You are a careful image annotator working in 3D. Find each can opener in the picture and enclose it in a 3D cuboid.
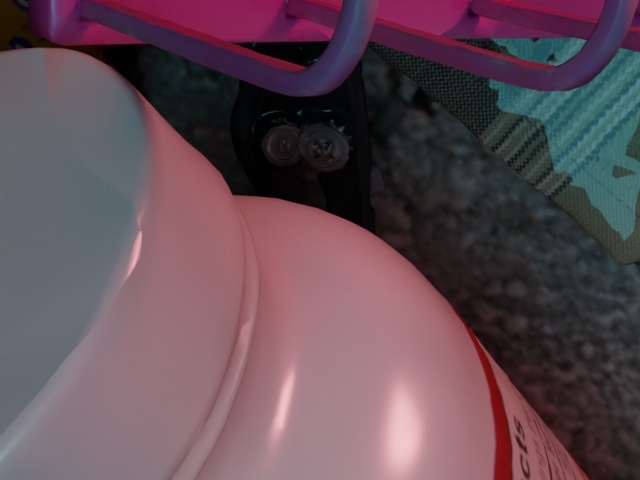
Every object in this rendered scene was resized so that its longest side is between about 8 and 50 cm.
[{"bbox_3d":[0.000,0.000,0.701,0.059,0.073,0.186,-6,112,6],"label":"can opener"}]

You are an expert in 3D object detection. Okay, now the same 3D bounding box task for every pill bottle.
[{"bbox_3d":[-0.012,0.134,0.556,0.229,0.229,0.408,-26,131,18],"label":"pill bottle"}]

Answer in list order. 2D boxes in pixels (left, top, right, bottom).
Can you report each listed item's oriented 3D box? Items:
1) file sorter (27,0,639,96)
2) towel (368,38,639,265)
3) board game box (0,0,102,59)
[{"bbox_3d":[0.091,-0.143,0.458,0.290,0.182,0.202,-4,108,-28],"label":"file sorter"},{"bbox_3d":[0.107,-0.198,0.636,0.312,0.056,0.324,40,107,-3],"label":"towel"},{"bbox_3d":[-0.273,-0.197,0.525,0.356,0.356,0.356,25,108,16],"label":"board game box"}]
